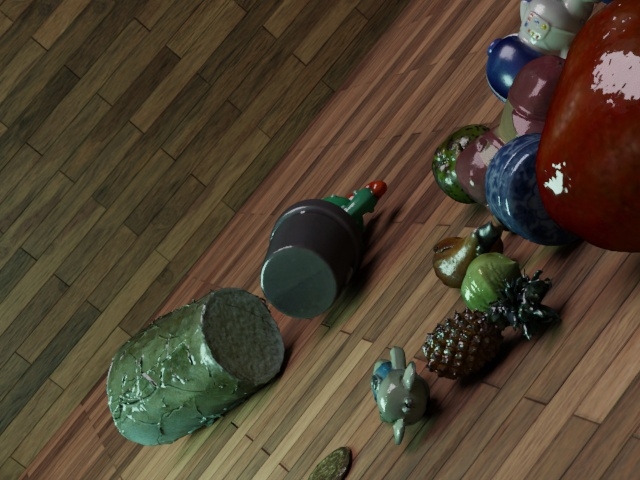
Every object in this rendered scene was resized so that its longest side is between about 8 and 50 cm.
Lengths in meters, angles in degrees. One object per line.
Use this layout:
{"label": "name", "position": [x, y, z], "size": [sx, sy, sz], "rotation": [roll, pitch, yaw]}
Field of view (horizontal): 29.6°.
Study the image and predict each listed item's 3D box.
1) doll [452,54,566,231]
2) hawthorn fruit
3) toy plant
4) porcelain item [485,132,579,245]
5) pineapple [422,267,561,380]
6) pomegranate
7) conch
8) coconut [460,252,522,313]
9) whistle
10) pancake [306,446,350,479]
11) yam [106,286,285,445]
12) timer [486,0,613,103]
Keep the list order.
{"label": "doll", "position": [0.321, -0.151, 1.826], "size": [0.256, 0.152, 0.196], "rotation": [-58, 39, 31]}
{"label": "hawthorn fruit", "position": [0.379, -0.127, 1.347], "size": [0.311, 0.295, 0.295], "rotation": [-49, 14, 4]}
{"label": "toy plant", "position": [-0.004, 0.012, 2.356], "size": [0.400, 0.185, 0.280], "rotation": [-61, -12, -65]}
{"label": "porcelain item", "position": [0.307, -0.070, 1.652], "size": [0.147, 0.147, 0.114], "rotation": [-48, 16, 3]}
{"label": "pineapple", "position": [0.212, 0.119, 1.567], "size": [0.221, 0.083, 0.103], "rotation": [-39, 1, 37]}
{"label": "pomegranate", "position": [0.259, -0.140, 2.038], "size": [0.138, 0.125, 0.163], "rotation": [-53, 6, 44]}
{"label": "conch", "position": [0.219, 0.030, 1.785], "size": [0.232, 0.086, 0.080], "rotation": [164, 121, -68]}
{"label": "coconut", "position": [0.238, 0.058, 1.662], "size": [0.096, 0.088, 0.088], "rotation": [-47, 13, 32]}
{"label": "whistle", "position": [0.107, 0.208, 1.692], "size": [0.235, 0.077, 0.114], "rotation": [-139, 58, -82]}
{"label": "pancake", "position": [0.007, 0.342, 1.756], "size": [0.115, 0.011, 0.115], "rotation": [-45, 14, 15]}
{"label": "yam", "position": [-0.244, 0.243, 2.365], "size": [0.348, 0.241, 0.241], "rotation": [-32, 21, 41]}
{"label": "timer", "position": [0.418, -0.396, 2.079], "size": [0.384, 0.270, 0.270], "rotation": [-60, 9, 23]}
